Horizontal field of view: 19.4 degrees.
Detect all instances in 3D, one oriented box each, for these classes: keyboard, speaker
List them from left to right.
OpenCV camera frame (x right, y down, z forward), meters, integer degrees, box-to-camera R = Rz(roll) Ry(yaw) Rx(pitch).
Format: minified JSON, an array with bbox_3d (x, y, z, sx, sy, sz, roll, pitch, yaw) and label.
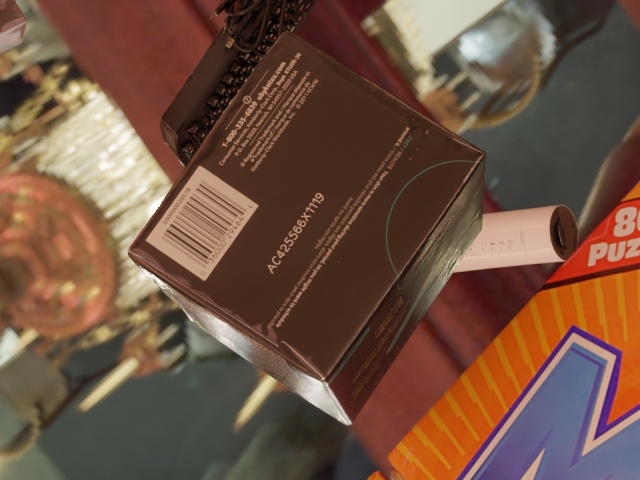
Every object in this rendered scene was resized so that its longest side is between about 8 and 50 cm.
[{"bbox_3d":[-0.025,-0.124,1.095,0.038,0.100,0.192,30,83,21],"label":"keyboard"},{"bbox_3d":[0.181,-0.001,1.827,0.136,0.055,0.055,-7,109,39],"label":"speaker"}]

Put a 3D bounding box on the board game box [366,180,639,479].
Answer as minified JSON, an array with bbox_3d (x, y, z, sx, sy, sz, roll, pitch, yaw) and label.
[{"bbox_3d":[0.207,0.261,0.763,0.356,0.356,0.356,-48,126,1],"label":"board game box"}]

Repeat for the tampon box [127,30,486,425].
[{"bbox_3d":[0.000,0.000,0.843,0.101,0.161,0.120,34,83,10],"label":"tampon box"}]

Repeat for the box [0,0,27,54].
[{"bbox_3d":[-0.346,-0.207,1.340,0.231,0.183,0.056,59,160,4],"label":"box"}]
